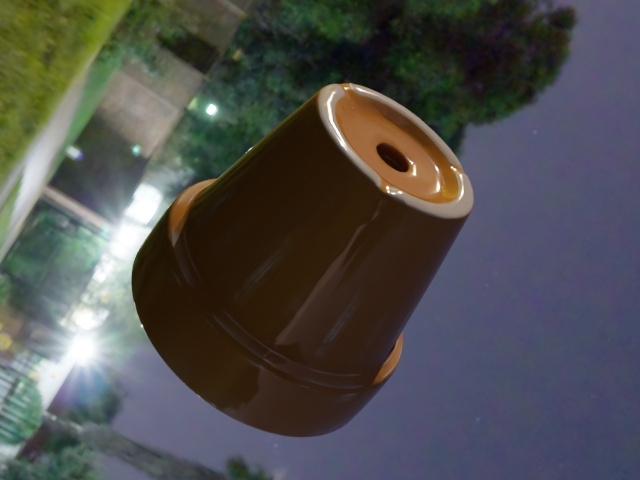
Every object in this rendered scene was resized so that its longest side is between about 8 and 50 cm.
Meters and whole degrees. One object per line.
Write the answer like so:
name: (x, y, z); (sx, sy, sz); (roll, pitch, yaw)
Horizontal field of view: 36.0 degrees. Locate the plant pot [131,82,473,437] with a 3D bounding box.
plant pot: (0.000, 0.000, 0.692); (0.188, 0.205, 0.205); (-51, -163, 31)
